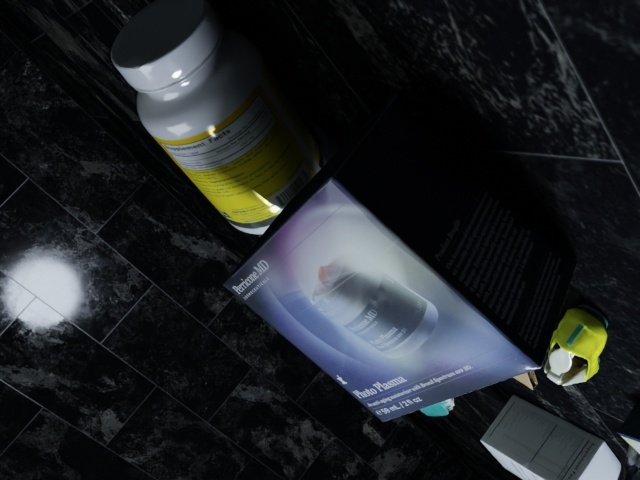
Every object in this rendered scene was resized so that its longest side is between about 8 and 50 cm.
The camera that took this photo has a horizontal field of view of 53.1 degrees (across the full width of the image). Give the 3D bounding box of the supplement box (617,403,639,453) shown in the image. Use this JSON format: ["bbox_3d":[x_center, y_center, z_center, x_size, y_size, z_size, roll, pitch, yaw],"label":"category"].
[{"bbox_3d":[0.509,0.297,0.949,0.083,0.056,0.083,42,167,-10],"label":"supplement box"}]

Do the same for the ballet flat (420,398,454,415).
[{"bbox_3d":[0.275,0.369,1.706,0.147,0.147,0.409,34,168,26],"label":"ballet flat"}]

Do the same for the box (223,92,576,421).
[{"bbox_3d":[0.083,0.042,0.787,0.294,0.183,0.296,42,141,-5],"label":"box"}]

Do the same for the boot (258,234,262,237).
[{"bbox_3d":[0.000,0.000,1.169,0.246,0.161,0.083,41,168,-4],"label":"boot"}]

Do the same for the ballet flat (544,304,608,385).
[{"bbox_3d":[0.349,0.162,0.899,0.077,0.077,0.231,33,166,28],"label":"ballet flat"}]

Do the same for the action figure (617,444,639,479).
[{"bbox_3d":[0.571,0.431,1.060,0.164,0.141,0.276,38,152,1],"label":"action figure"}]

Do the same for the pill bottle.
[{"bbox_3d":[-0.135,-0.171,0.910,0.187,0.188,0.334,30,163,40],"label":"pill bottle"}]

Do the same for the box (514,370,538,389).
[{"bbox_3d":[0.325,0.206,1.258,0.201,0.021,0.164,29,164,39],"label":"box"}]

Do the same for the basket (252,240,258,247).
[{"bbox_3d":[-0.040,0.115,1.594,0.289,0.201,0.255,48,168,12],"label":"basket"}]

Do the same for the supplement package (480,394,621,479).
[{"bbox_3d":[0.497,0.465,1.381,0.134,0.139,0.244,49,166,-29],"label":"supplement package"}]
